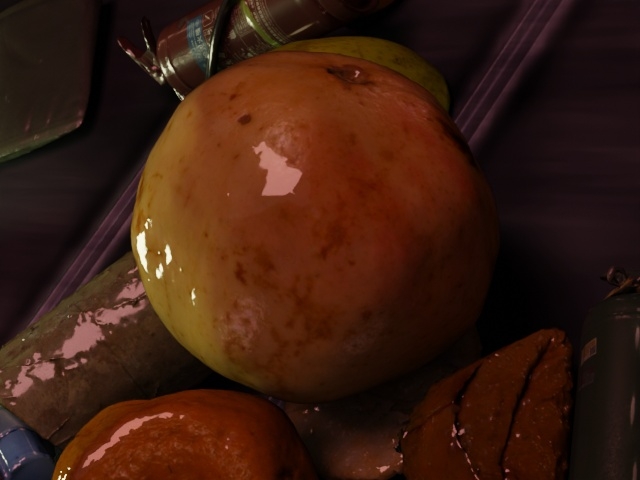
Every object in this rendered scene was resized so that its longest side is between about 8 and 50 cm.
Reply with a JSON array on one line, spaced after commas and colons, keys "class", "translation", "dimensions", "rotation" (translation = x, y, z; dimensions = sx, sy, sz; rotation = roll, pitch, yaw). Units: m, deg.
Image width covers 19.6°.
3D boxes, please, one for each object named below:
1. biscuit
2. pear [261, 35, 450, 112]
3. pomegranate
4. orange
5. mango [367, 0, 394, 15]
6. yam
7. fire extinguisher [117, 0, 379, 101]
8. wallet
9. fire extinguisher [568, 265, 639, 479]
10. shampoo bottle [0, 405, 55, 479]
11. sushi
[{"class": "biscuit", "translation": [0.058, 0.135, 1.744], "dimensions": [0.220, 0.033, 0.220], "rotation": [-21, 43, 21]}, {"class": "pear", "translation": [0.014, -0.137, 1.941], "dimensions": [0.239, 0.139, 0.288], "rotation": [-31, 42, -3]}, {"class": "pomegranate", "translation": [0.000, 0.000, 1.681], "dimensions": [0.342, 0.342, 0.342], "rotation": [-20, 46, 22]}, {"class": "orange", "translation": [-0.120, 0.252, 1.670], "dimensions": [0.249, 0.183, 0.249], "rotation": [0, 87, 1]}, {"class": "mango", "translation": [0.048, -0.360, 2.113], "dimensions": [0.141, 0.102, 0.217], "rotation": [-4, 56, 27]}, {"class": "yam", "translation": [-0.193, 0.103, 1.863], "dimensions": [0.268, 0.161, 0.161], "rotation": [-38, 42, 1]}, {"class": "fire extinguisher", "translation": [-0.094, -0.248, 2.078], "dimensions": [0.341, 0.141, 0.105], "rotation": [-22, 7, 40]}, {"class": "wallet", "translation": [-0.350, -0.210, 2.327], "dimensions": [0.169, 0.052, 0.245], "rotation": [-17, 52, 24]}, {"class": "fire extinguisher", "translation": [0.255, 0.143, 1.547], "dimensions": [0.114, 0.095, 0.311], "rotation": [-40, 32, 51]}, {"class": "shampoo bottle", "translation": [-0.330, 0.183, 1.915], "dimensions": [0.061, 0.104, 0.258], "rotation": [-43, 34, 0]}, {"class": "sushi", "translation": [0.137, 0.175, 1.582], "dimensions": [0.149, 0.140, 0.287], "rotation": [11, 55, -3]}]
